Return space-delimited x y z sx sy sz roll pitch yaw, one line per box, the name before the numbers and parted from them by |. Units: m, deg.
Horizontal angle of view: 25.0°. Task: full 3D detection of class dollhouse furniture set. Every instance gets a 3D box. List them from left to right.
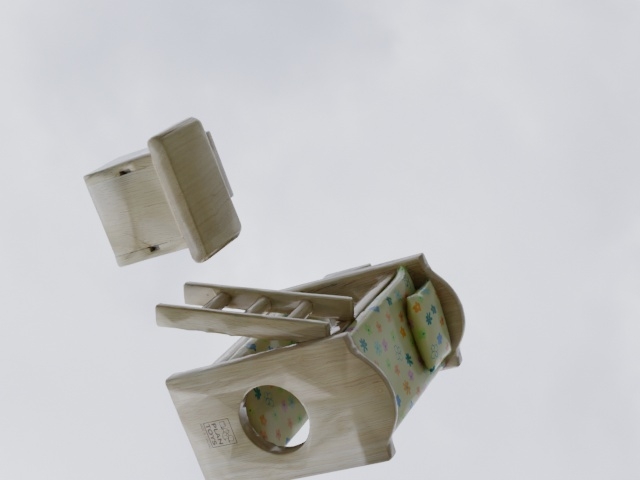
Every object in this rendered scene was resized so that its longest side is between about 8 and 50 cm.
dollhouse furniture set | 0.000 0.000 0.681 0.182 0.101 0.161 -42 -66 -61
